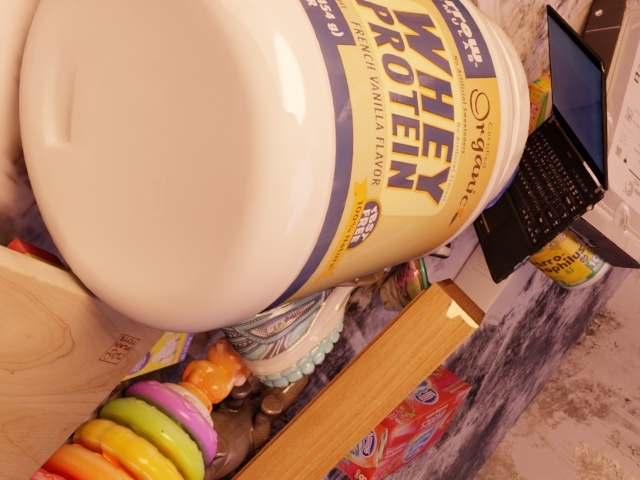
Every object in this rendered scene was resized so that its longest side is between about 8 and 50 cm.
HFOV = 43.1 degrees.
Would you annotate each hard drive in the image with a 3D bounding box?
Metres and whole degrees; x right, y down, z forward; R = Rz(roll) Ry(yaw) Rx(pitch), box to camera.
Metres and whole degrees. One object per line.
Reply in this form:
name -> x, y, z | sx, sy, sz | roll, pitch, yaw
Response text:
hard drive -> 0.437, -0.154, 1.170 | 0.237, 0.064, 0.339 | 29, 75, -39

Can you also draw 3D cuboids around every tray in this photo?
tray -> 0.024, 0.213, 0.982 | 0.411, 0.076, 0.203 | -45, 170, 9

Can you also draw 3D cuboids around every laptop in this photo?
laptop -> 0.255, -0.123, 1.015 | 0.264, 0.136, 0.234 | -43, -158, 22

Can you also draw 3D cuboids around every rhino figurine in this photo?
rhino figurine -> -0.091, 0.209, 0.931 | 0.243, 0.073, 0.106 | -26, 152, -48

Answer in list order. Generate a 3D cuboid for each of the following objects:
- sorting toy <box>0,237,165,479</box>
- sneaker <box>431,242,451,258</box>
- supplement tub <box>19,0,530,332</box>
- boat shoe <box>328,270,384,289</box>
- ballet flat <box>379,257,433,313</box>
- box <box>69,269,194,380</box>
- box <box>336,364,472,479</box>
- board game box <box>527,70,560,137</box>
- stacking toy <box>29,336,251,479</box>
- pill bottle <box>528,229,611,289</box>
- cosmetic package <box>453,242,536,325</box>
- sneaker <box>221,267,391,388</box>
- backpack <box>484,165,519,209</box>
sorting toy -> -0.262, 0.091, 0.473 | 0.255, 0.089, 0.257 | -47, 154, 1
sneaker -> 0.113, -0.038, 1.002 | 0.224, 0.083, 0.098 | 15, 88, -68
supplement tub -> -0.009, -0.081, 0.552 | 0.316, 0.228, 0.228 | -16, 134, -52
boat shoe -> -0.055, 0.014, 0.691 | 0.223, 0.080, 0.073 | 5, 158, -24
ballet flat -> 0.129, 0.079, 1.144 | 0.221, 0.079, 0.077 | 45, 38, -64
box -> -0.172, 0.069, 0.671 | 0.179, 0.043, 0.105 | -10, 129, -53
box -> 0.117, 0.275, 1.294 | 0.257, 0.123, 0.128 | -9, 129, -55
board game box -> 0.372, -0.220, 1.239 | 0.259, 0.039, 0.124 | -32, 145, -33
stacking toy -> -0.157, 0.193, 0.748 | 0.302, 0.166, 0.175 | -51, 142, -35
pill bottle -> 0.344, -0.022, 1.240 | 0.208, 0.117, 0.117 | 35, 91, -26
cosmetic package -> 0.319, 0.029, 1.386 | 0.231, 0.085, 0.117 | -59, 152, 7
sneaker -> 0.000, 0.000, 0.799 | 0.122, 0.110, 0.283 | 49, 60, -32
backpack -> 0.183, -0.094, 0.972 | 0.098, 0.101, 0.120 | -45, 130, -7
